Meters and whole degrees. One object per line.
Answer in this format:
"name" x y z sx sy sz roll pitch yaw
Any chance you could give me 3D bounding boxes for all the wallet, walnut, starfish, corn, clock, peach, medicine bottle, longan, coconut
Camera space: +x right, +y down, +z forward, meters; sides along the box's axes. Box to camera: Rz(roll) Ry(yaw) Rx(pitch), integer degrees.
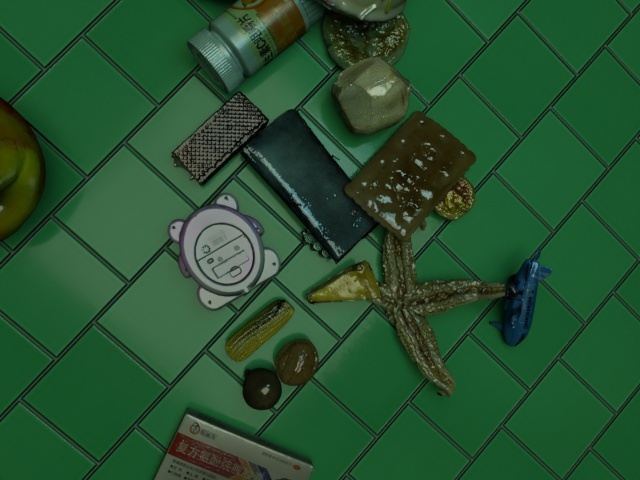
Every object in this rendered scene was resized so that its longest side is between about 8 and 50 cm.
"wallet" -0.017 -0.142 1.387 0.191 0.046 0.379 -43 95 -21
"walnut" -0.058 0.306 1.370 0.105 0.105 0.124 28 79 -8
"starfish" 0.285 0.153 1.415 0.324 0.082 0.432 -44 83 6
"corn" -0.153 0.225 1.373 0.203 0.072 0.072 -39 96 -7
"clock" -0.241 0.026 1.349 0.228 0.090 0.247 -31 93 -8
"peach" -0.780 -0.167 1.148 0.370 0.370 0.369 0 90 -9
"medicine bottle" -0.152 -0.514 1.325 0.318 0.158 0.158 -41 96 -7
"longan" -0.152 0.368 1.361 0.119 0.106 0.106 31 84 35
"coconut" 0.136 -0.359 1.358 0.195 0.194 0.194 0 90 -9

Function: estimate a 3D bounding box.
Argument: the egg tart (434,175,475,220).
"egg tart" 0.348 -0.120 1.458 0.131 0.052 0.130 0 92 -10

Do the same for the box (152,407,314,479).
"box" -0.220 0.590 1.366 0.353 0.069 0.214 26 86 -10

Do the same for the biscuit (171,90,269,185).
"biscuit" -0.251 -0.250 1.355 0.252 0.070 0.106 -44 95 -6

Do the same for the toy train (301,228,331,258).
"toy train" 0.000 0.000 1.409 0.103 0.044 0.064 38 79 -8

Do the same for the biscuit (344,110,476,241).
"biscuit" 0.234 -0.172 1.402 0.217 0.044 0.325 42 74 5

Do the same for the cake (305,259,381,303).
"cake" 0.065 0.132 1.394 0.185 0.080 0.116 -38 99 2

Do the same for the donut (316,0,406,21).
"donut" 0.071 -0.695 1.289 0.383 0.142 0.382 14 59 -24

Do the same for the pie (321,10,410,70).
"pie" 0.120 -0.542 1.420 0.241 0.054 0.240 0 88 -10

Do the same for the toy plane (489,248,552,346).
"toy plane" 0.526 0.161 1.438 0.105 0.254 0.271 26 119 23
